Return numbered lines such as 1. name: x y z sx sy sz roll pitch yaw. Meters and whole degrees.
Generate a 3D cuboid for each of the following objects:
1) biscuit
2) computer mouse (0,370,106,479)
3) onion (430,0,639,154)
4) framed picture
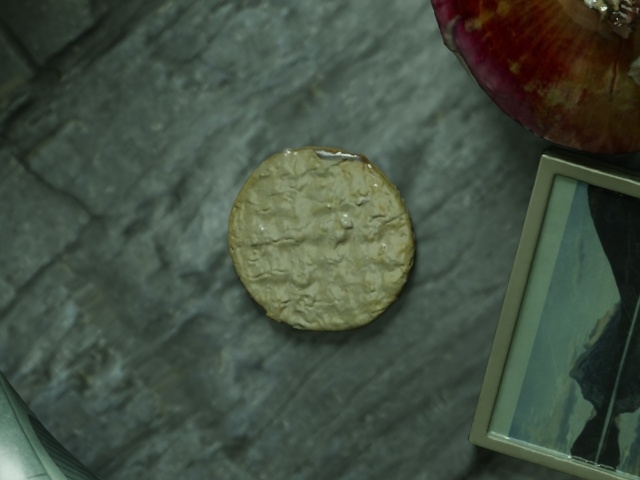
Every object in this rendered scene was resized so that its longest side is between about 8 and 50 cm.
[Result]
1. biscuit: 0.000 0.000 1.164 0.120 0.015 0.120 3 102 14
2. computer mouse: -0.242 0.159 1.201 0.379 0.090 0.167 44 92 14
3. onion: 0.162 -0.151 1.017 0.230 0.163 0.230 4 101 22
4. framed picture: 0.176 0.055 1.102 0.150 0.015 0.203 18 120 10
